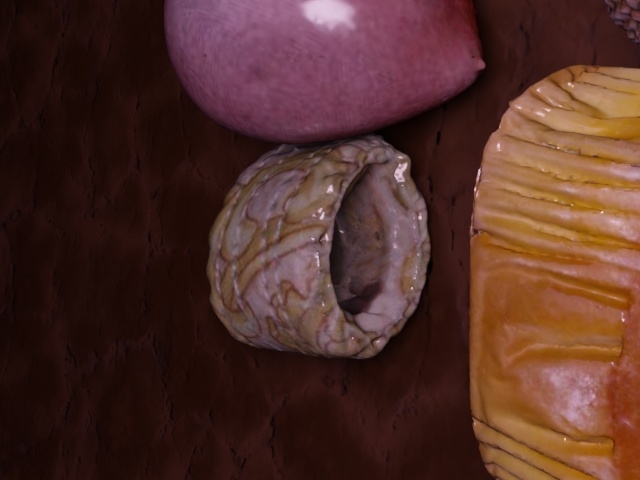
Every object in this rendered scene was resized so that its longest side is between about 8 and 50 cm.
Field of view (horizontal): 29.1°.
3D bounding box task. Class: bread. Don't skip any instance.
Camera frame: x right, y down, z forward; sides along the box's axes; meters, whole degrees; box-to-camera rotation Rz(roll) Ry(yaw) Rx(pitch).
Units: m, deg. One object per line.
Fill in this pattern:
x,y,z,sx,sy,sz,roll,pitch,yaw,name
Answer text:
0.203,0.043,0.705,0.156,0.204,0.288,18,107,50,bread

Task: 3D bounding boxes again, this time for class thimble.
0.000,0.000,1.007,0.143,0.137,0.191,-4,67,50,thimble

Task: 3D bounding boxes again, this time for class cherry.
0.003,-0.186,0.957,0.239,0.239,0.206,-1,126,48,cherry

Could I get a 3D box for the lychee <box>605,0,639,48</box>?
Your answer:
0.256,-0.174,0.718,0.197,0.165,0.165,-32,62,39,lychee
